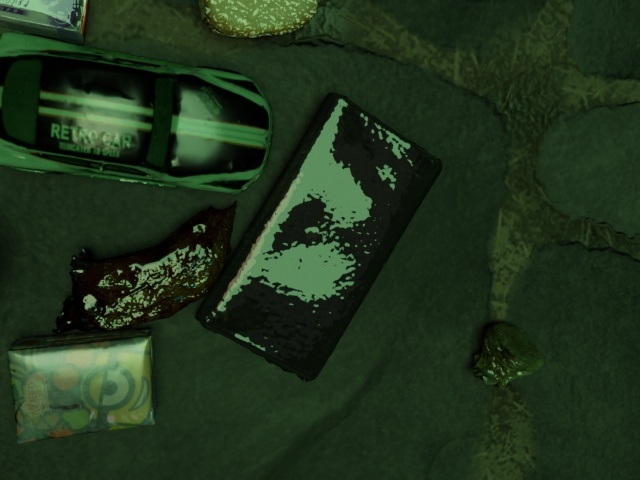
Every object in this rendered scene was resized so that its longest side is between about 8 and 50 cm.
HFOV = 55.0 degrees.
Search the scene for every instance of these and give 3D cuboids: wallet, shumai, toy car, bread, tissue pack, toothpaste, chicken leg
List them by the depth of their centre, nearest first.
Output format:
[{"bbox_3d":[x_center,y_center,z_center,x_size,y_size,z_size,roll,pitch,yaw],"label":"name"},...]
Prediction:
[{"bbox_3d":[-0.334,-0.238,0.607,0.197,0.040,0.047,8,95,-16],"label":"toothpaste"},{"bbox_3d":[-0.193,-0.123,0.622,0.306,0.125,0.136,7,97,-15],"label":"toy car"},{"bbox_3d":[-0.071,-0.281,0.672,0.129,0.044,0.126,-6,94,-12],"label":"bread"},{"bbox_3d":[-0.259,0.158,0.684,0.148,0.060,0.108,-3,99,-16],"label":"tissue pack"},{"bbox_3d":[-0.188,0.038,0.684,0.234,0.063,0.105,-20,109,-13],"label":"chicken leg"},{"bbox_3d":[0.000,0.000,0.739,0.171,0.044,0.321,30,94,-17],"label":"wallet"},{"bbox_3d":[0.246,0.163,0.833,0.083,0.082,0.080,27,129,-5],"label":"shumai"}]
